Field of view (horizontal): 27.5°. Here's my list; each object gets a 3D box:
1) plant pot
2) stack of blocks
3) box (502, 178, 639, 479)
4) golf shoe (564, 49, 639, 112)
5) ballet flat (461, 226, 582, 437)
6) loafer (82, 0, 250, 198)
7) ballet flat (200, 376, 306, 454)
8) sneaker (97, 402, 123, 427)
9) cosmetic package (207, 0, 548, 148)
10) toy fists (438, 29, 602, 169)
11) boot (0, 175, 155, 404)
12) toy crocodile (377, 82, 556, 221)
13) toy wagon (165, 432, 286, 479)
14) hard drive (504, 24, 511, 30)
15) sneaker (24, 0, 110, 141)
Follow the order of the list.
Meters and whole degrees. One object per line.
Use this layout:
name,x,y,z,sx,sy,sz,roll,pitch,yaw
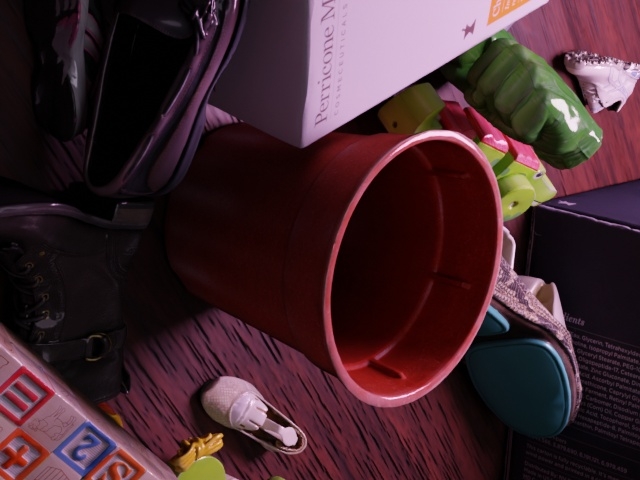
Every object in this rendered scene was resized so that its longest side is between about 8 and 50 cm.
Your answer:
plant pot,0.000,0.000,1.330,0.272,0.265,0.272,-19,116,-43
stack of blocks,-0.267,0.208,1.162,0.171,0.087,0.297,-44,125,-3
box,0.542,0.163,1.992,0.479,0.297,0.472,-13,111,-46
golf shoe,0.400,-0.223,1.866,0.176,0.069,0.086,3,106,-48
ballet flat,0.238,0.083,1.736,0.483,0.164,0.182,48,47,-44
loafer,-0.138,-0.173,1.142,0.095,0.109,0.303,-24,134,-61
ballet flat,-0.069,0.200,1.485,0.168,0.052,0.057,38,74,-48
sneaker,-0.265,0.213,1.256,0.175,0.067,0.064,-43,134,-28
cosmetic package,0.072,-0.300,1.338,0.453,0.161,0.230,-34,141,-39
toy fists,0.209,-0.186,1.512,0.096,0.279,0.142,-41,126,8
boot,-0.261,0.063,1.196,0.263,0.091,0.229,2,107,-44
toy crocodile,0.185,-0.111,1.582,0.340,0.115,0.105,17,128,-46
toy wagon,-0.133,0.360,1.459,0.267,0.068,0.344,-27,121,-41
hard drive,0.200,-0.306,1.639,0.094,0.022,0.135,-50,135,-25
sneaker,-0.217,-0.184,1.182,0.077,0.072,0.178,-26,133,-49
